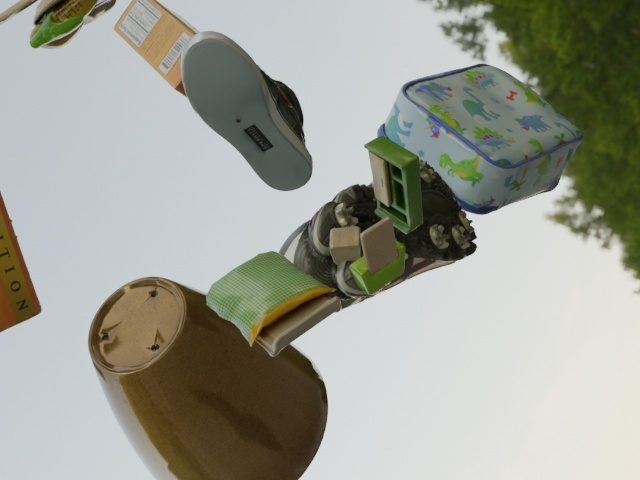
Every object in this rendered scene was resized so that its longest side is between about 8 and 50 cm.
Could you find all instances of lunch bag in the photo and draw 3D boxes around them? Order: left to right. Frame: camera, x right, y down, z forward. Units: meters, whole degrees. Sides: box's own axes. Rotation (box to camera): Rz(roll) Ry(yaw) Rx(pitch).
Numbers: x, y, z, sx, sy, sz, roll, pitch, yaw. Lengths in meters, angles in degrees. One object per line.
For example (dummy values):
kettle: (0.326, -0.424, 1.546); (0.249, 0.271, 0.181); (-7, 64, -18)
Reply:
lunch bag: (0.182, -0.121, 1.235); (0.219, 0.176, 0.090); (-22, -33, -48)

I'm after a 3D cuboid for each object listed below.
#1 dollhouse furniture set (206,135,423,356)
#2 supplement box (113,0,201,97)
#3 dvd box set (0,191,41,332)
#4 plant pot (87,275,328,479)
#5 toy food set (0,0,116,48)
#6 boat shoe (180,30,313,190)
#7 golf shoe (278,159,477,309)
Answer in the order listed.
dollhouse furniture set: (0.000, 0.000, 0.678); (0.151, 0.076, 0.059); (-33, -45, -22)
supplement box: (-0.200, -0.265, 1.497); (0.078, 0.233, 0.080); (31, -78, -42)
dvd box set: (-0.383, -0.016, 0.550); (0.420, 0.062, 0.308); (-28, -67, -32)
plant pot: (-0.144, 0.154, 1.226); (0.237, 0.237, 0.254); (-58, -36, -20)
toy food set: (-0.206, -0.217, 0.988); (0.039, 0.132, 0.192); (60, -157, -8)
boat shoe: (-0.066, -0.127, 0.949); (0.083, 0.065, 0.183); (-99, -19, -44)
golf shoe: (0.043, 0.000, 0.959); (0.120, 0.105, 0.272); (-34, -10, 32)
